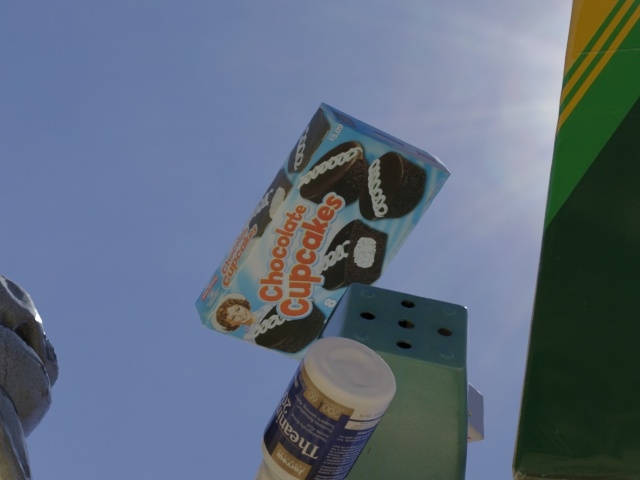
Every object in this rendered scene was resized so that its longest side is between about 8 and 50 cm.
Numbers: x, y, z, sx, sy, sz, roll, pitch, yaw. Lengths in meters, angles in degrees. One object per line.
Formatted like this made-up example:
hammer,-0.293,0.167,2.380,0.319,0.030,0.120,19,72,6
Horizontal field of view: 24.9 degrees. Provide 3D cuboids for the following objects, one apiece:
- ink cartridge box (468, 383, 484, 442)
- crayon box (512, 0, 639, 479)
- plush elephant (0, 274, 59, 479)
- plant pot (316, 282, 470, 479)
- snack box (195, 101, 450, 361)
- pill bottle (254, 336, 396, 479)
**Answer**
ink cartridge box,0.106,0.203,1.716,0.150,0.063,0.109,-18,-39,28
crayon box,0.215,0.049,0.773,0.106,0.313,0.363,0,-29,25
plush elephant,-0.331,0.176,1.241,0.272,0.330,0.255,-119,-149,-68
plant pot,0.051,0.167,1.255,0.166,0.165,0.234,12,-62,0
snack box,0.000,0.000,1.845,0.322,0.187,0.060,-57,-149,18
pill bottle,-0.001,0.130,0.997,0.067,0.067,0.120,37,-59,16
